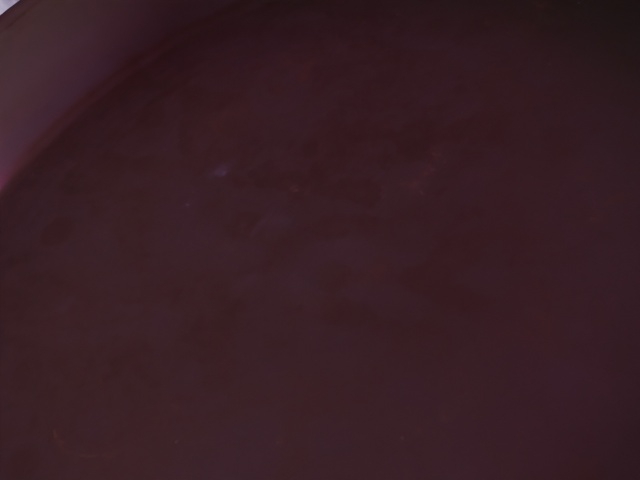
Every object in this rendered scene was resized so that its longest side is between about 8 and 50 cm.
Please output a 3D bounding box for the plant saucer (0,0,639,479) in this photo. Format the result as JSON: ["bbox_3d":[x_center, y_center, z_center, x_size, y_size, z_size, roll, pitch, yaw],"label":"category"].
[{"bbox_3d":[0.000,0.000,0.378,0.278,0.277,0.041,-113,177,-46],"label":"plant saucer"}]
